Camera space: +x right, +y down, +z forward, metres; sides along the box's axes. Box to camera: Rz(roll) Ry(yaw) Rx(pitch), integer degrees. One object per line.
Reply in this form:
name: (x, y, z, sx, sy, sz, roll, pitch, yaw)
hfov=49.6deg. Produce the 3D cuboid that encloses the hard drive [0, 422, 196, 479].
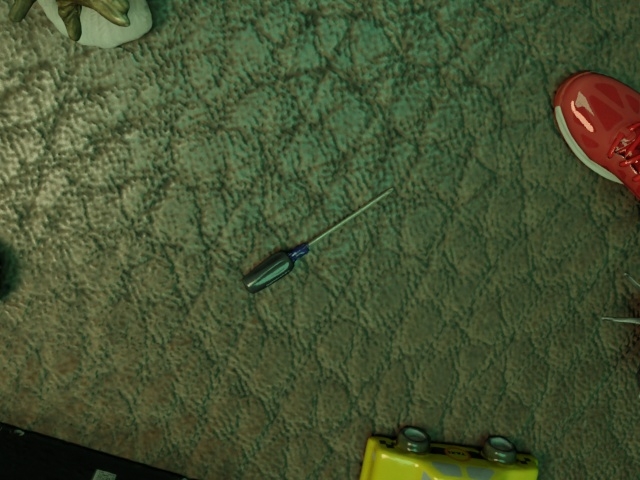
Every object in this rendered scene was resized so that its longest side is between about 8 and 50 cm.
hard drive: (-0.236, 0.268, 0.601, 0.338, 0.237, 0.064, 20, 102, -9)

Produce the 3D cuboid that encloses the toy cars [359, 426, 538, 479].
toy cars: (0.201, 0.338, 0.724, 0.176, 0.087, 0.394, -39, 104, 7)

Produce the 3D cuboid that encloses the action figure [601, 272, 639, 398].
action figure: (0.418, 0.111, 0.654, 0.275, 0.141, 0.164, 23, 87, -9)

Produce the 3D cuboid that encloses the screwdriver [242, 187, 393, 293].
screwdriver: (0.000, 0.000, 0.663, 0.169, 0.024, 0.025, -31, 134, -2)

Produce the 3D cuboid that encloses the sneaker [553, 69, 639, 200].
sneaker: (0.304, -0.066, 0.597, 0.221, 0.128, 0.087, 42, 97, -3)

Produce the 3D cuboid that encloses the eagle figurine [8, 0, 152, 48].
eagle figurine: (-0.134, -0.299, 0.513, 0.226, 0.225, 0.298, 46, 62, -52)
